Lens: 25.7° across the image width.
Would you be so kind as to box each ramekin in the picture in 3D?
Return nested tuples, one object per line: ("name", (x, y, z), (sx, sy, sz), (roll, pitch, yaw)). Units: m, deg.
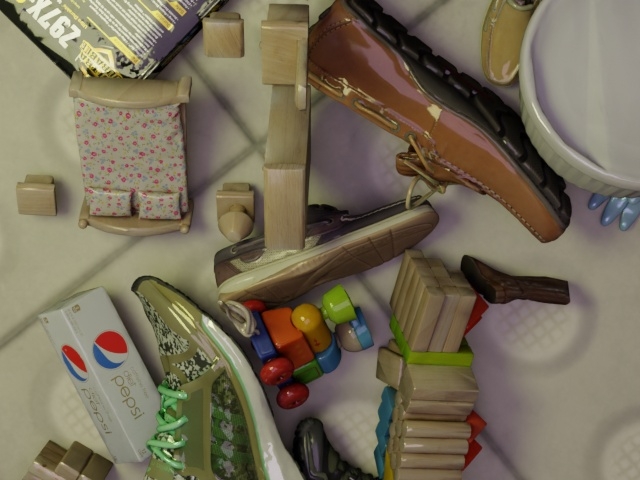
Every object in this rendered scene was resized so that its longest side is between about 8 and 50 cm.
("ramekin", (0.348, -0.171, 1.581), (0.273, 0.127, 0.272), (1, 76, -5))

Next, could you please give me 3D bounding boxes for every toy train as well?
("toy train", (-0.022, 0.096, 1.651), (0.143, 0.248, 0.105), (-26, 62, -1))

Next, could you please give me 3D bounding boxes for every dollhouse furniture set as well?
("dollhouse furniture set", (-0.190, -0.105, 1.579), (0.356, 0.173, 0.303), (2, 130, 0))

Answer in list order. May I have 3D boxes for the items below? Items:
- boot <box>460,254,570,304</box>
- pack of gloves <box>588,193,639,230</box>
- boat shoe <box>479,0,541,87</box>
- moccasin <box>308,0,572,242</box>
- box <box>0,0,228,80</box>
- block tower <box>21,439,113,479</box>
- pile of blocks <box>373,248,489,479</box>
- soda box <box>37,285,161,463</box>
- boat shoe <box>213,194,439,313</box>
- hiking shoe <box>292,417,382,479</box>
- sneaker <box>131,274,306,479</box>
("boot", (0.239, 0.049, 1.710), (0.114, 0.106, 0.037), (-1, 120, -24))
("pack of gloves", (0.450, -0.070, 1.674), (0.195, 0.046, 0.232), (40, 101, -3))
("boat shoe", (0.228, -0.271, 1.636), (0.068, 0.072, 0.190), (10, 101, 2))
("moccasin", (0.131, -0.123, 1.642), (0.380, 0.139, 0.147), (36, 115, -7))
("box", (-0.271, -0.350, 1.655), (0.322, 0.079, 0.257), (44, 102, -5))
("block tower", (-0.393, 0.412, 1.800), (0.091, 0.097, 0.335), (32, 99, -2))
("pile of blocks", (0.141, 0.196, 1.706), (0.113, 0.149, 0.362), (5, 97, -17))
("soda box", (-0.262, 0.168, 1.741), (0.069, 0.074, 0.216), (-32, 100, -35))
("boat shoe", (0.000, 0.000, 1.692), (0.285, 0.103, 0.092), (-24, 66, 8))
("hiking shoe", (0.041, 0.316, 1.767), (0.114, 0.086, 0.226), (-22, 103, -8))
("sneaker", (-0.150, 0.239, 1.687), (0.182, 0.158, 0.410), (-28, 96, -17))
